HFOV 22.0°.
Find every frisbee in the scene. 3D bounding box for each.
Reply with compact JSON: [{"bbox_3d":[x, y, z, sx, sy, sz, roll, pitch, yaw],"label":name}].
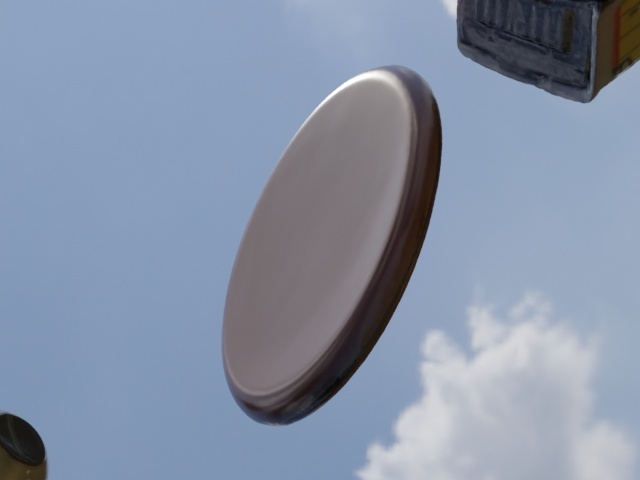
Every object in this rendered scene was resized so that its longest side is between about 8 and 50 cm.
[{"bbox_3d":[0.000,0.000,1.070,0.021,0.251,0.251,24,-110,-23],"label":"frisbee"}]

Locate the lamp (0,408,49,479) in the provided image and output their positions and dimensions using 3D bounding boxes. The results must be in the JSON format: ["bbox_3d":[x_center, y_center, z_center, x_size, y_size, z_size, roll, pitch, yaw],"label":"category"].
[{"bbox_3d":[-0.280,0.199,1.262,0.091,0.163,0.091,41,-158,-20],"label":"lamp"}]

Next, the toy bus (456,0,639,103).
[{"bbox_3d":[0.108,-0.193,0.662,0.106,0.092,0.268,-35,-43,-36],"label":"toy bus"}]
